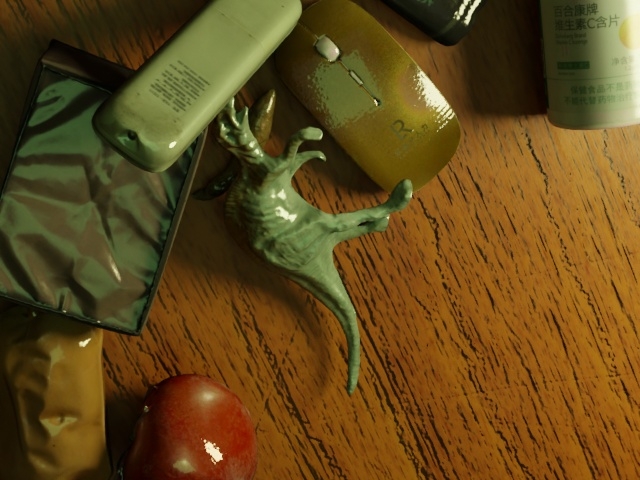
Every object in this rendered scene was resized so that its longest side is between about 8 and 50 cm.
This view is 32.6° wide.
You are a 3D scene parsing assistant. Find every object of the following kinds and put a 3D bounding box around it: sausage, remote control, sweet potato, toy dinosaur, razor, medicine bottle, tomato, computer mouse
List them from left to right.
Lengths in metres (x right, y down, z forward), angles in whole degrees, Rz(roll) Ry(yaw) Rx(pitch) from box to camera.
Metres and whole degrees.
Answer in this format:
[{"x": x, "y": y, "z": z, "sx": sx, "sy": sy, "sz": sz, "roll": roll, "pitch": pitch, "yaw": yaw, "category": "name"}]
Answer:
[{"x": -0.294, "y": 0.176, "z": 1.193, "sx": 0.136, "sy": 0.120, "sz": 0.241, "roll": 1, "pitch": 107, "yaw": -10, "category": "sausage"}, {"x": -0.145, "y": 0.241, "z": 1.228, "sx": 0.167, "sy": 0.167, "sz": 0.167, "roll": -3, "pitch": 105, "yaw": -12, "category": "tomato"}, {"x": -0.112, "y": -0.181, "z": 1.088, "sx": 0.090, "sy": 0.038, "sz": 0.309, "roll": 37, "pitch": 49, "yaw": -4, "category": "remote control"}, {"x": -0.087, "y": -0.100, "z": 1.219, "sx": 0.041, "sy": 0.038, "sz": 0.153, "roll": 35, "pitch": 103, "yaw": 3, "category": "sweet potato"}, {"x": 0.000, "y": 0.000, "z": 1.237, "sx": 0.206, "sy": 0.092, "sz": 0.392, "roll": -13, "pitch": 124, "yaw": -8, "category": "toy dinosaur"}, {"x": 0.056, "y": -0.158, "z": 1.228, "sx": 0.126, "sy": 0.056, "sz": 0.245, "roll": -43, "pitch": 108, "yaw": -1, "category": "computer mouse"}, {"x": 0.111, "y": -0.286, "z": 1.208, "sx": 0.148, "sy": 0.054, "sz": 0.090, "roll": 29, "pitch": 92, "yaw": -19, "category": "razor"}, {"x": 0.307, "y": -0.268, "z": 1.218, "sx": 0.133, "sy": 0.133, "sz": 0.274, "roll": -12, "pitch": 105, "yaw": -10, "category": "medicine bottle"}]

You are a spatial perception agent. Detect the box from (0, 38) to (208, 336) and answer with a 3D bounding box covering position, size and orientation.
[{"x": -0.235, "y": -0.053, "z": 1.135, "sx": 0.188, "sy": 0.153, "sz": 0.252, "roll": 19, "pitch": 100, "yaw": -16, "category": "box"}]
